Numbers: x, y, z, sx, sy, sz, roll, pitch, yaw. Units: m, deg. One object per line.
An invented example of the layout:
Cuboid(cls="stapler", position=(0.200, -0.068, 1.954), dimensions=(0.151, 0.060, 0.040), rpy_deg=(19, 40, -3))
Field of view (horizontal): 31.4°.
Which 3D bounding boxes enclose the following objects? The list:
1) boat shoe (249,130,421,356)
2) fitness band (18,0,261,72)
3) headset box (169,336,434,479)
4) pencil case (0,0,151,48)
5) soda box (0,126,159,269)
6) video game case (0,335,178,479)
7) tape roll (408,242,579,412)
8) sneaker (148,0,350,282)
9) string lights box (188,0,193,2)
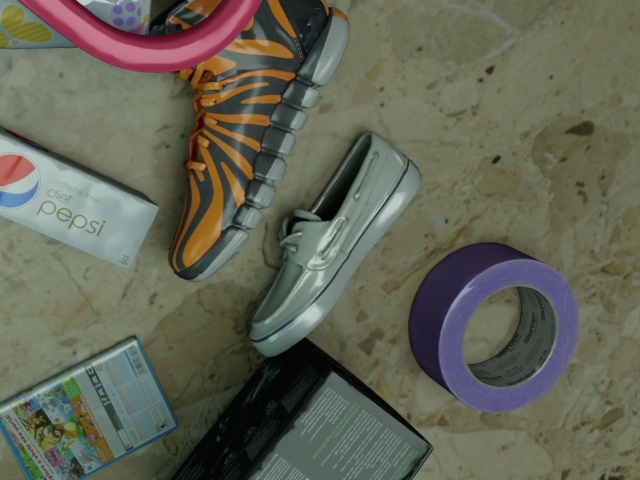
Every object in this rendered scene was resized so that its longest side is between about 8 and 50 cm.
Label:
Cuboid(cls="boat shoe", position=(0.000, 0.000, 1.223), dimensions=(0.088, 0.096, 0.267), rpy_deg=(42, 85, -22))
Cuboid(cls="fitness band", position=(-0.175, -0.272, 0.949), dimensions=(0.291, 0.054, 0.209), rpy_deg=(39, 100, -24))
Cuboid(cls="headset box", position=(-0.040, 0.238, 1.175), dimensions=(0.131, 0.283, 0.246), rpy_deg=(39, 86, -11))
Cuboid(cls="pencil case", position=(-0.288, -0.233, 1.027), dimensions=(0.273, 0.113, 0.124), rpy_deg=(-3, 62, -21))
Cuboid(cls="soda box", position=(-0.272, -0.051, 1.107), dimensions=(0.216, 0.069, 0.074), rpy_deg=(26, 93, -27))
Cuboid(cls="video game case", position=(-0.248, 0.190, 1.214), dimensions=(0.166, 0.015, 0.119), rpy_deg=(-27, 114, -14))
Cuboid(cls="tape roll", position=(0.205, 0.102, 1.344), dimensions=(0.189, 0.080, 0.189), rpy_deg=(-6, 106, -22))
Cuboid(cls="sneaker", position=(-0.115, -0.129, 1.136), dimensions=(0.180, 0.124, 0.321), rpy_deg=(28, 82, -23))
Cuboid(cls="string lights box", position=(-0.157, -0.359, 1.025), dimensions=(0.077, 0.133, 0.260), rpy_deg=(-28, 117, 20))
